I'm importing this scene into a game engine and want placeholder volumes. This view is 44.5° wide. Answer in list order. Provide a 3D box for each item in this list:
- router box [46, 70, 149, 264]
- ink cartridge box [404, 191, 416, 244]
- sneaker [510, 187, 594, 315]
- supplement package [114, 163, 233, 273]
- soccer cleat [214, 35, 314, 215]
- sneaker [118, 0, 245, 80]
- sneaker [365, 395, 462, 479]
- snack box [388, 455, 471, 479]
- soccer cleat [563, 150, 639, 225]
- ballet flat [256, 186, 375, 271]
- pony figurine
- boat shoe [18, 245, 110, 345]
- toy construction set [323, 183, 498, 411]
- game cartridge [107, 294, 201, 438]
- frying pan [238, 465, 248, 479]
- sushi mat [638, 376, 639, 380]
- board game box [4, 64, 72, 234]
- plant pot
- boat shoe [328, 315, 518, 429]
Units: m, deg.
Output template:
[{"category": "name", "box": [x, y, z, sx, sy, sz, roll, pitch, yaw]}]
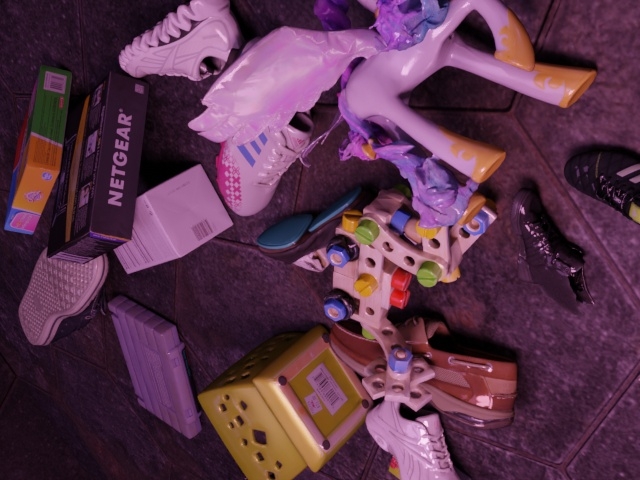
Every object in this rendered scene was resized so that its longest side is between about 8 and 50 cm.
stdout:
[{"category": "router box", "box": [-0.422, -0.129, 1.474, 0.243, 0.081, 0.309, -18, 64, 52]}, {"category": "ink cartridge box", "box": [0.141, -0.040, 1.117, 0.048, 0.028, 0.083, 42, 141, 14]}, {"category": "sneaker", "box": [0.292, 0.014, 0.980, 0.089, 0.051, 0.170, 17, 135, 39]}, {"category": "supplement package", "box": [-0.307, -0.037, 1.517, 0.244, 0.139, 0.134, -15, 106, 53]}, {"category": "soccer cleat", "box": [-0.080, -0.147, 1.201, 0.143, 0.116, 0.331, 34, 138, 26]}, {"category": "sneaker", "box": [-0.225, -0.303, 1.256, 0.292, 0.110, 0.118, -10, 119, 51]}, {"category": "sneaker", "box": [0.176, 0.348, 1.319, 0.232, 0.090, 0.115, 47, 124, 24]}, {"category": "snack box", "box": [0.195, 0.423, 1.414, 0.141, 0.037, 0.100, 34, 139, 25]}, {"category": "soccer cleat", "box": [0.343, -0.051, 0.851, 0.179, 0.072, 0.060, 25, 134, 33]}, {"category": "ballet flat", "box": [0.000, 0.000, 1.254, 0.096, 0.095, 0.280, 50, 145, -15]}, {"category": "pony figurine", "box": [0.071, -0.188, 0.920, 0.363, 0.303, 0.351, 45, 110, 18]}, {"category": "boat shoe", "box": [-0.622, 0.121, 1.974, 0.500, 0.156, 0.187, -42, 71, 47]}, {"category": "toy construction set", "box": [0.110, 0.066, 1.090, 0.215, 0.151, 0.328, 20, 117, 21]}, {"category": "game cartridge", "box": [-0.411, 0.322, 1.982, 0.230, 0.068, 0.355, 19, 131, 33]}, {"category": "frying pan", "box": [-0.110, 0.701, 1.954, 0.326, 0.053, 0.197, 48, 143, 11]}, {"category": "sushi mat", "box": [0.533, 0.209, 0.893, 0.316, 0.019, 0.151, 38, 142, 22]}, {"category": "board game box", "box": [-0.607, -0.185, 1.674, 0.316, 0.064, 0.242, -40, 45, 53]}, {"category": "plant pot", "box": [-0.047, 0.297, 1.435, 0.207, 0.227, 0.228, -31, 93, 47]}, {"category": "boat shoe", "box": [0.163, 0.176, 1.209, 0.324, 0.122, 0.120, 20, 101, 34]}]
